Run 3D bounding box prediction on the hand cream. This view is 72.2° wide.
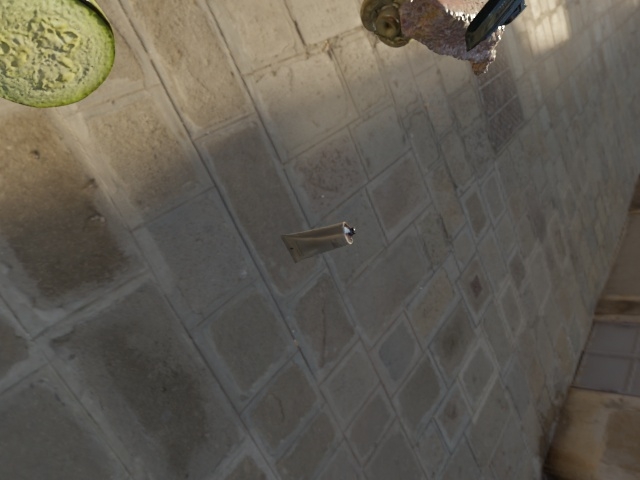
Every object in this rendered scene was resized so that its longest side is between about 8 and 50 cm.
[{"bbox_3d":[0.000,0.000,1.074,0.087,0.186,0.054,64,24,-25],"label":"hand cream"}]

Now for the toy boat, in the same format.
[{"bbox_3d":[0.293,-0.379,0.737,0.060,0.055,0.141,35,104,-18],"label":"toy boat"}]

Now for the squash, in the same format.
[{"bbox_3d":[-0.506,-0.356,0.797,0.252,0.252,0.048,-13,62,-44],"label":"squash"}]

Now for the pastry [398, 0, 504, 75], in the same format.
[{"bbox_3d":[0.271,-0.409,0.848,0.265,0.112,0.102,0,67,-41],"label":"pastry"}]

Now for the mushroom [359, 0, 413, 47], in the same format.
[{"bbox_3d":[0.153,-0.467,0.897,0.148,0.148,0.112,46,64,-31],"label":"mushroom"}]
